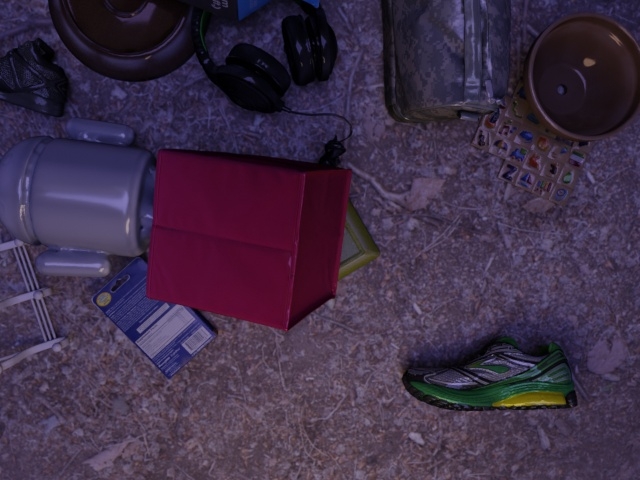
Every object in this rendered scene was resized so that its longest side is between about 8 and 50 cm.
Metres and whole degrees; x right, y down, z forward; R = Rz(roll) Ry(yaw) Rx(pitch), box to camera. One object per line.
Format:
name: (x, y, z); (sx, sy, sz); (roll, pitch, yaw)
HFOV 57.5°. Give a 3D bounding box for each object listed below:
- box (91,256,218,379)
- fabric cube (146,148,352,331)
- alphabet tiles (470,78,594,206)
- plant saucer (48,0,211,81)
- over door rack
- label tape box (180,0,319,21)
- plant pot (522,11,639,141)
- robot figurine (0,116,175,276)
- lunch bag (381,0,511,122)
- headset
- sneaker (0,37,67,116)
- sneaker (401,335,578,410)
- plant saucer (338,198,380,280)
box: (-0.332, 0.153, 1.174); (0.136, 0.036, 0.225); (-42, 99, 2)
fabric cube: (-0.114, -0.016, 1.018); (0.258, 0.254, 0.259); (10, 100, 17)
alphabet tiles: (0.436, -0.205, 1.191); (0.237, 0.009, 0.198); (22, 95, -5)
plant saucer: (-0.362, -0.461, 1.095); (0.310, 0.050, 0.311); (0, 96, -4)
over door rack: (-0.681, 0.145, 1.118); (0.324, 0.108, 0.240); (-15, 97, -1)
label tape box: (-0.170, -0.488, 0.920); (0.347, 0.249, 0.115); (23, 67, 5)
plant pot: (0.490, -0.302, 1.125); (0.237, 0.110, 0.238); (0, 89, -6)
robot figurine: (-0.425, -0.079, 1.058); (0.353, 0.200, 0.300); (8, 73, -4)
lunch bag: (0.231, -0.356, 1.036); (0.212, 0.256, 0.305); (-2, 97, -3)
headset: (-0.074, -0.317, 1.100); (0.243, 0.185, 0.394); (-34, 85, -8)
sneaker: (-0.581, -0.323, 1.080); (0.227, 0.087, 0.130); (16, 94, -8)
sneaker: (0.338, 0.276, 1.200); (0.343, 0.134, 0.146); (-2, 72, 1)
plant saucer: (0.000, 0.000, 1.171); (0.188, 0.045, 0.188); (-31, 98, 1)
